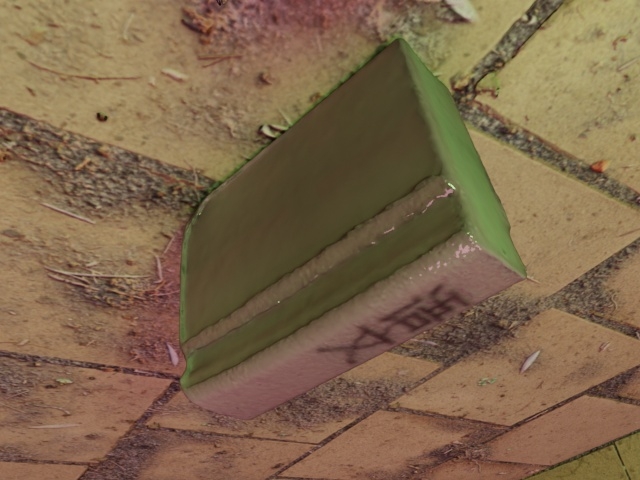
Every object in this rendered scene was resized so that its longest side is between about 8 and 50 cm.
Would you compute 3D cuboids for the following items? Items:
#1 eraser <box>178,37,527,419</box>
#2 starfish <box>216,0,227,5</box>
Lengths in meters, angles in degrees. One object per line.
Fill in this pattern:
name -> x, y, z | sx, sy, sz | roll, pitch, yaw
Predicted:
eraser -> 0.000, 0.000, 0.615 | 0.359, 0.272, 0.122 | -33, 139, 29
starfish -> -0.060, -0.255, 0.458 | 0.133, 0.041, 0.130 | 18, 126, -22
